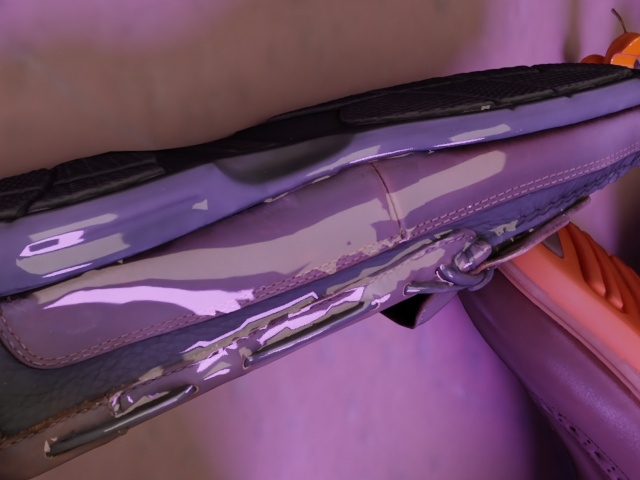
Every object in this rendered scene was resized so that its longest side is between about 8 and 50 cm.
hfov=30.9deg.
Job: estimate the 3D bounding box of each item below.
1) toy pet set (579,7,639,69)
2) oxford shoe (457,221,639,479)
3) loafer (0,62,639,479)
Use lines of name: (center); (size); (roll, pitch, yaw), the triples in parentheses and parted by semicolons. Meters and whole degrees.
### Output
toy pet set: (0.165, -0.108, 0.529); (0.122, 0.065, 0.114); (-2, 133, -34)
oxford shoe: (0.153, 0.141, 0.488); (0.133, 0.130, 0.363); (-36, 100, 16)
loafer: (0.000, 0.000, 0.386); (0.268, 0.096, 0.084); (-15, 106, -25)
